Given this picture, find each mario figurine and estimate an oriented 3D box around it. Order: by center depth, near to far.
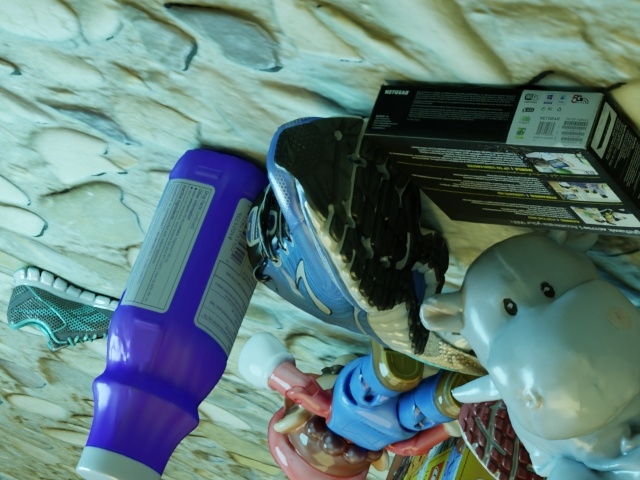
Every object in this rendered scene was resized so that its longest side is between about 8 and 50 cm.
[{"bbox_3d":[0.047,0.138,1.881,0.198,0.170,0.320,57,147,3],"label":"mario figurine"}]

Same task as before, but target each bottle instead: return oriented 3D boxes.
[{"bbox_3d":[-0.118,0.070,1.546,0.092,0.282,0.118,14,162,18],"label":"bottle"}]

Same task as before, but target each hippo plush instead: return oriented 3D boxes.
[{"bbox_3d":[0.219,0.084,1.449,0.236,0.234,0.294,63,180,-39],"label":"hippo plush"}]

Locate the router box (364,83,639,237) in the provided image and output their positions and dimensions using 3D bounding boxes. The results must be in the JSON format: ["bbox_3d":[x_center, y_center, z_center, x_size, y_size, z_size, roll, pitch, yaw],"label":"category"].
[{"bbox_3d":[0.138,-0.055,1.302,0.179,0.046,0.133,6,157,37],"label":"router box"}]

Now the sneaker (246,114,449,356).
[{"bbox_3d":[0.000,0.000,1.466,0.147,0.129,0.330,10,159,16],"label":"sneaker"}]

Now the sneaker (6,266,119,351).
[{"bbox_3d":[-0.271,0.093,2.090,0.166,0.076,0.065,21,162,-2],"label":"sneaker"}]

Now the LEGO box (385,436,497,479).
[{"bbox_3d":[0.322,0.377,2.076,0.500,0.193,0.372,23,162,-6],"label":"LEGO box"}]

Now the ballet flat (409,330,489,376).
[{"bbox_3d":[0.157,0.089,1.678,0.206,0.073,0.067,19,134,-2],"label":"ballet flat"}]

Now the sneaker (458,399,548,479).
[{"bbox_3d":[0.219,0.208,1.669,0.225,0.088,0.093,32,166,-1],"label":"sneaker"}]
